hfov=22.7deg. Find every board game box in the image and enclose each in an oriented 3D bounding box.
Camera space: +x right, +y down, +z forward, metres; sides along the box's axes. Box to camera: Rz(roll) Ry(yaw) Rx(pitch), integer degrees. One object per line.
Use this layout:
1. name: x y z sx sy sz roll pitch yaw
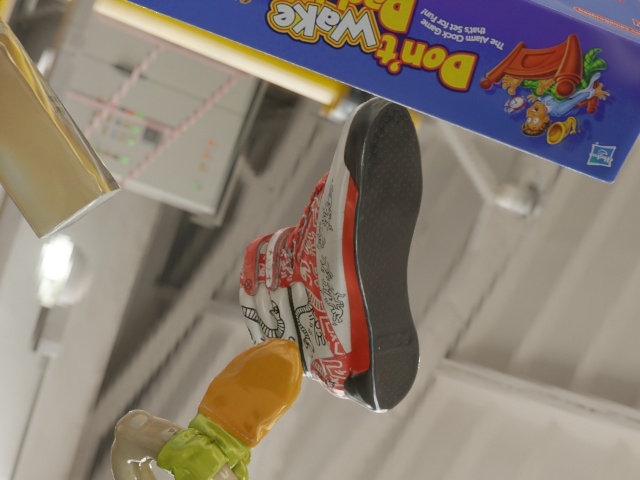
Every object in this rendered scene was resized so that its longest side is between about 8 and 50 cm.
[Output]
1. board game box: 0.009 -0.171 0.878 0.233 0.347 0.078 -83 -165 -62

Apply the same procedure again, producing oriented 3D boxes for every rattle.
1. rattle: -0.073 0.186 1.175 0.130 0.199 0.143 4 -141 23

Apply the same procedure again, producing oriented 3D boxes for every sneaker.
1. sneaker: -0.001 0.001 1.240 0.145 0.090 0.270 21 -51 33

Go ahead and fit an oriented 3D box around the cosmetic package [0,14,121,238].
1. cosmetic package: -0.154 -0.060 0.815 0.041 0.115 0.060 -35 -176 5
